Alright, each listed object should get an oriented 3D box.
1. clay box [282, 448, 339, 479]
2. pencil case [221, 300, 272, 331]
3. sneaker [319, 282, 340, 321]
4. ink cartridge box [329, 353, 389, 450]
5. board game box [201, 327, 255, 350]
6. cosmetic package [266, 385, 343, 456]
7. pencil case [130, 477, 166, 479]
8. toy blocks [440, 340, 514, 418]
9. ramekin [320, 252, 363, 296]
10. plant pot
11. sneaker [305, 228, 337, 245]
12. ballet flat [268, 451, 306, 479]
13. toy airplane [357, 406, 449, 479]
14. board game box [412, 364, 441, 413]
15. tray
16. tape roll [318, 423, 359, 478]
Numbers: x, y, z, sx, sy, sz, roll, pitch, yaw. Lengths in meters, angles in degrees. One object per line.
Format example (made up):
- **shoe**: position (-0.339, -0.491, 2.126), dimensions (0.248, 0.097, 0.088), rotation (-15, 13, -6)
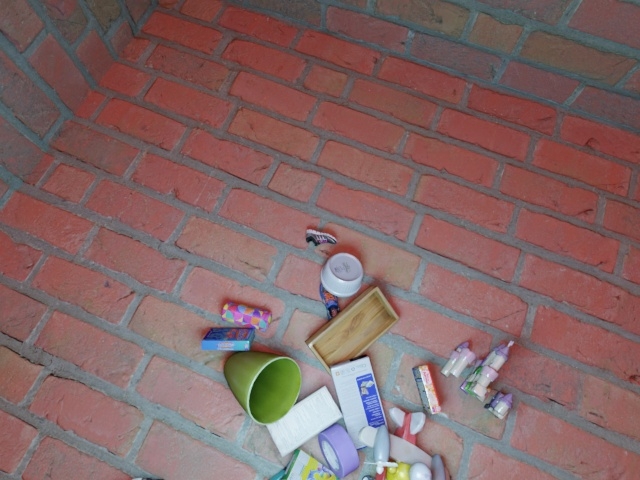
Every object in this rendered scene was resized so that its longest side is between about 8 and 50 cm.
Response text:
- **clay box**: position (-0.035, 0.973, 1.657), dimensions (0.222, 0.053, 0.127), rotation (42, 51, -11)
- **pencil case**: position (-0.348, 0.358, 1.913), dimensions (0.236, 0.104, 0.104), rotation (14, 70, 7)
- **sneaker**: position (0.053, 0.294, 1.938), dimensions (0.083, 0.087, 0.221), rotation (-19, 71, -7)
- **ink cartridge box**: position (0.172, 0.704, 1.769), dimensions (0.175, 0.069, 0.371), rotation (-15, 87, -6)
- **board game box**: position (-0.415, 0.447, 1.844), dimensions (0.210, 0.160, 0.047), rotation (1, 98, 0)
- **cosmetic package**: position (-0.067, 0.768, 1.742), dimensions (0.296, 0.129, 0.153), rotation (-28, 74, -11)
- **pencil case**: position (-0.722, 1.143, 1.576), dimensions (0.159, 0.183, 0.411), rotation (4, 69, 2)
- **toy blocks**: position (0.724, 0.555, 1.734), dimensions (0.309, 0.288, 0.260), rotation (38, 80, 16)
- **ramekin**: position (0.109, 0.156, 1.944), dimensions (0.207, 0.109, 0.207), rotation (7, 53, -9)
- **plant pot**: position (-0.279, 0.583, 1.724), dimensions (0.293, 0.275, 0.275), rotation (10, 64, 44)
- **sneaker**: position (0.000, 0.000, 2.061), dimensions (0.170, 0.063, 0.075), rotation (16, 70, 11)
- **ballet flat**: position (-0.130, 0.979, 1.702), dimensions (0.203, 0.074, 0.074), rotation (-36, 74, -18)
- **toy airplane**: position (0.347, 0.873, 1.615), dimensions (0.386, 0.272, 0.385), rotation (-12, 89, -28)
- **board game box**: position (0.462, 0.650, 1.776), dimensions (0.045, 0.147, 0.194), rotation (-11, 71, -4)
- **tray**: position (0.150, 0.413, 1.862), dimensions (0.411, 0.076, 0.203), rotation (-38, 102, -14)
- **tape roll**: position (0.073, 0.863, 1.666), dimensions (0.080, 0.189, 0.189), rotation (-20, 70, -27)
